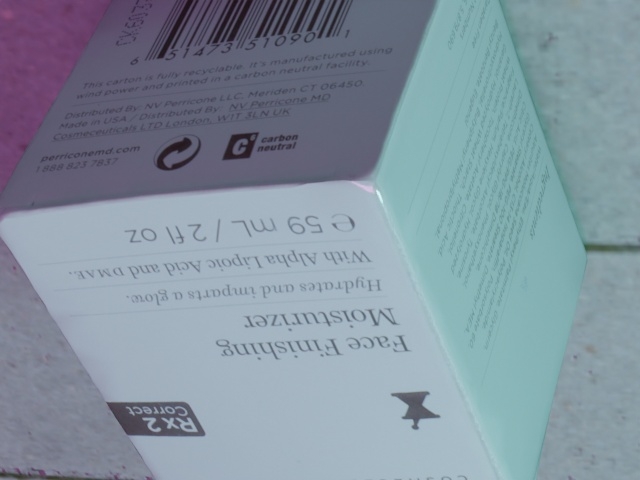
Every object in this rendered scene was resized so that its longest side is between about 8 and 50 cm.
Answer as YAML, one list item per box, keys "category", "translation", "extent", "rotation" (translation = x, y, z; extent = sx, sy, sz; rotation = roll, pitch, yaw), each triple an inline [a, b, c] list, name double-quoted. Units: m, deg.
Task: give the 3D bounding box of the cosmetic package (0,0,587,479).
- category: "cosmetic package"
  translation: [0.000, 0.000, 0.667]
  extent: [0.151, 0.151, 0.184]
  rotation: [-5, 132, 25]
